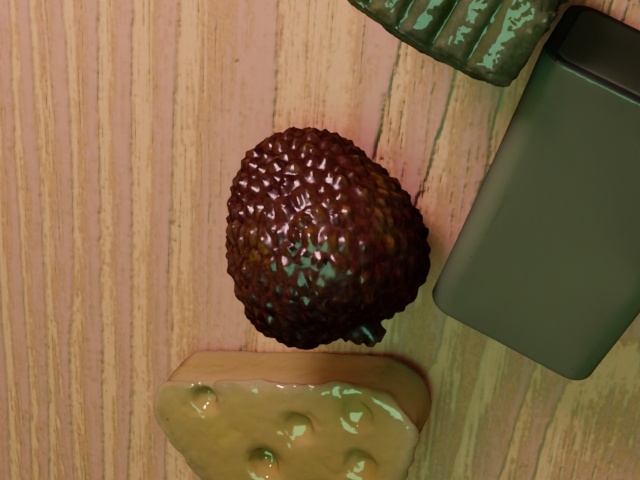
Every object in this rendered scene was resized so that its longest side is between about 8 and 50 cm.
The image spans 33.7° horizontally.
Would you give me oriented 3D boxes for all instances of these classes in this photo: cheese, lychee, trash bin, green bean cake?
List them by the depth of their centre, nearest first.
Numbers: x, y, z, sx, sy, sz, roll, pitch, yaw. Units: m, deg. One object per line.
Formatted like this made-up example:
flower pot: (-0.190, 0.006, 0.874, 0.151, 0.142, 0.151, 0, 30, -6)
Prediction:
green bean cake: (0.135, -0.260, 1.034, 0.222, 0.227, 0.125, 29, 120, 1)
trash bin: (0.282, -0.040, 1.120, 0.223, 0.158, 0.343, 27, 131, 8)
lychee: (0.000, 0.000, 1.220, 0.236, 0.236, 0.271, -38, 75, 32)
cheese: (-0.003, 0.272, 1.424, 0.384, 0.104, 0.384, 10, 119, 19)
